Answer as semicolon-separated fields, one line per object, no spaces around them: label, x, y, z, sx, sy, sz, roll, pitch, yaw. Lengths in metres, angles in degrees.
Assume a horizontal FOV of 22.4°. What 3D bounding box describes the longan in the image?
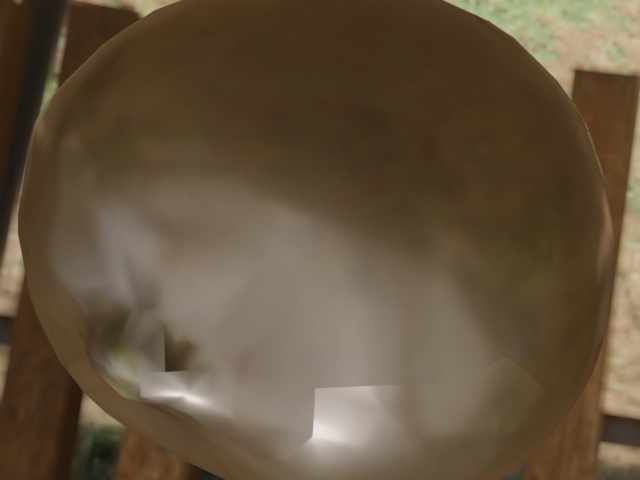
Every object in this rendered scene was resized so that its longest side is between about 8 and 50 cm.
longan;0.000;0.000;0.512;0.189;0.189;0.189;9;172;1
